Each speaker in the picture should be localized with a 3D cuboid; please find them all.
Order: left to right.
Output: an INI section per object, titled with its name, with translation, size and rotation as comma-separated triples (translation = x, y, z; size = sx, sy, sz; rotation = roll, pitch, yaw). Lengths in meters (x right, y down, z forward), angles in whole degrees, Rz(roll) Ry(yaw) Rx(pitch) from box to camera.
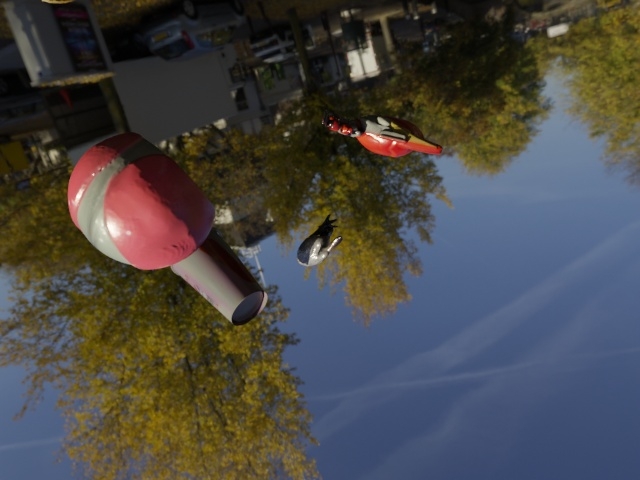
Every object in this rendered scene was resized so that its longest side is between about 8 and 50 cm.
[speaker]
translation = -0.362, -0.076, 1.074
size = 0.293, 0.295, 0.294
rotation = -15, -165, 4

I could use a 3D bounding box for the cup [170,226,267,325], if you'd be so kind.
[cup]
translation = -0.301, 0.117, 1.582
size = 0.202, 0.203, 0.288
rotation = -26, -125, -34

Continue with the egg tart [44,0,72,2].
[egg tart]
translation = -0.553, -0.614, 0.996
size = 0.297, 0.298, 0.132
rotation = -25, -158, -30

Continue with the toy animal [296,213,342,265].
[toy animal]
translation = -0.013, 0.020, 1.648
size = 0.195, 0.090, 0.324
rotation = -53, -171, 10

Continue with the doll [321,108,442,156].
[doll]
translation = 0.085, -0.156, 0.759
size = 0.168, 0.057, 0.109
rotation = 6, -164, -11
